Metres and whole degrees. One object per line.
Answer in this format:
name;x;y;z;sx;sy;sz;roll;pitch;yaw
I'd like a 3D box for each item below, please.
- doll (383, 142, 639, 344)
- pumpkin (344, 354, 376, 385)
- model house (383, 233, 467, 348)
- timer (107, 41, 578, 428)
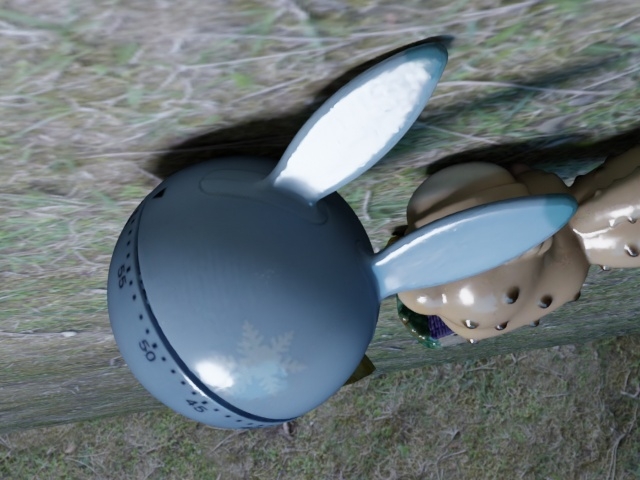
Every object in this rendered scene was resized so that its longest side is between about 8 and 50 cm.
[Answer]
doll;0.181;-0.015;0.728;0.278;0.119;0.154;-19;169;1
pumpkin;-0.054;0.117;1.188;0.217;0.110;0.217;-14;180;0
model house;0.102;0.039;0.907;0.087;0.101;0.100;-10;167;11
timer;-0.009;-0.004;0.599;0.255;0.175;0.175;-43;159;12
